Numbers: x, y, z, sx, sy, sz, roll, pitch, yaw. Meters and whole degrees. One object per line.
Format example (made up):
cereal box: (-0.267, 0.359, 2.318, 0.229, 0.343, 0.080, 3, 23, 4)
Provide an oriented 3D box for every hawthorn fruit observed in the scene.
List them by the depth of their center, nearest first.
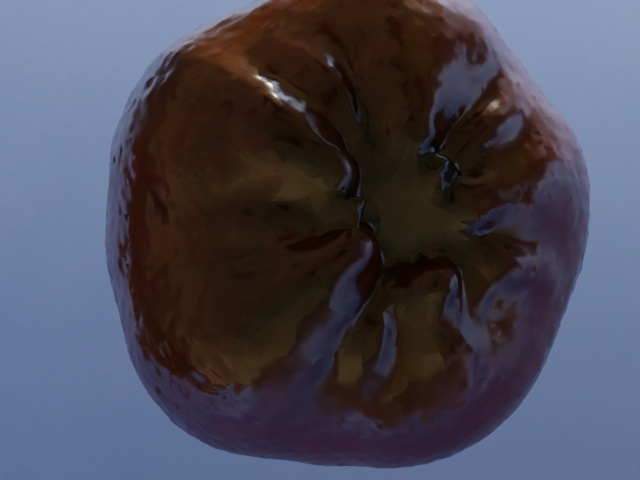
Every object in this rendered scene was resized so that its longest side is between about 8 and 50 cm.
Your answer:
hawthorn fruit: (0.000, 0.000, 0.729, 0.224, 0.261, 0.224, 2, -99, -13)
